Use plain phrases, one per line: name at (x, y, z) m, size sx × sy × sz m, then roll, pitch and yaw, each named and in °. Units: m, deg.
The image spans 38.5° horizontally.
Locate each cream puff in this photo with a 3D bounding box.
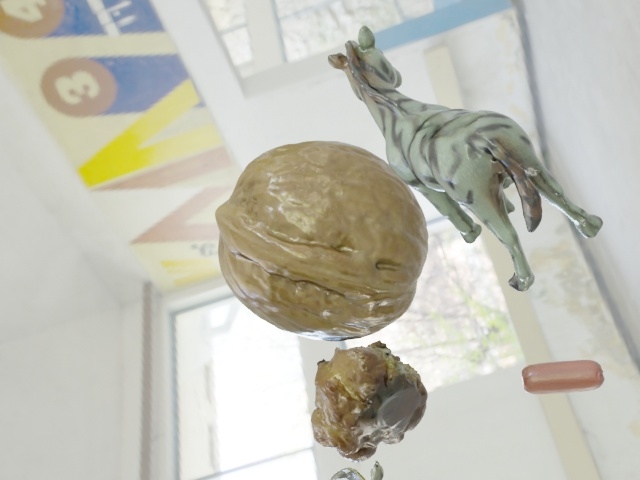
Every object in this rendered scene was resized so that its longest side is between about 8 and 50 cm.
cream puff at (0.090, 0.299, 1.731) m, size 0.155 × 0.241 × 0.268 m, roll 35°, pitch 147°, yaw 47°

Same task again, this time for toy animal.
toy animal at (0.095, 0.441, 1.567) m, size 0.155 × 0.219 × 0.095 m, roll 78°, pitch -150°, yaw -53°
toy animal at (0.107, -0.061, 0.739) m, size 0.255 × 0.090 × 0.170 m, roll 39°, pitch 173°, yaw 47°

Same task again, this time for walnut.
walnut at (0.000, 0.000, 1.405) m, size 0.333 × 0.333 × 0.332 m, roll -19°, pitch -90°, yaw -83°

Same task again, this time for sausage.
sausage at (0.467, 0.263, 1.771) m, size 0.062 × 0.154 × 0.062 m, roll -7°, pitch -90°, yaw -76°
